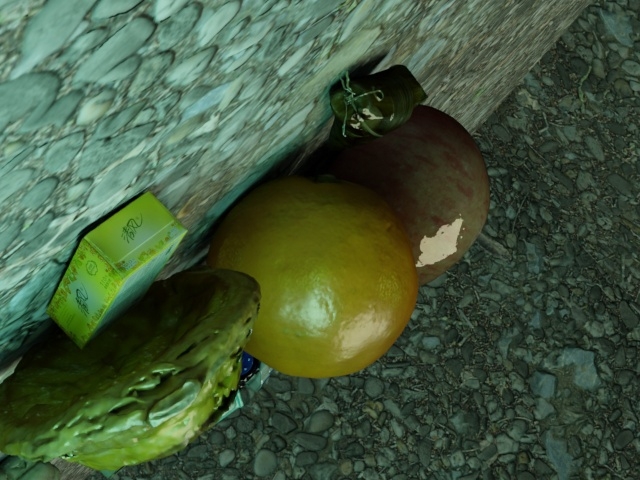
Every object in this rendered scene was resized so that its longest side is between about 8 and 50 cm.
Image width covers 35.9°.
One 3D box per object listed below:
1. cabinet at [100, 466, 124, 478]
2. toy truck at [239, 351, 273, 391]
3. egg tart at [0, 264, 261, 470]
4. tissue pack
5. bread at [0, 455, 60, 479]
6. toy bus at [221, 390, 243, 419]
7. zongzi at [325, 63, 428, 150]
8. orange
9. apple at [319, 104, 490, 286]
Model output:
[{"bbox_3d":[-0.312,0.259,1.653,0.206,0.150,0.145,-46,175,28],"label":"cabinet"},{"bbox_3d":[-0.149,0.136,1.576,0.177,0.213,0.161,-46,178,-25],"label":"toy truck"},{"bbox_3d":[-0.202,0.153,1.093,0.341,0.129,0.341,-21,-161,7],"label":"egg tart"},{"bbox_3d":[-0.215,0.033,1.028,0.095,0.062,0.176,-41,175,-38],"label":"tissue pack"},{"bbox_3d":[-0.547,0.448,1.670,0.183,0.102,0.337,-45,176,25],"label":"bread"},{"bbox_3d":[-0.211,0.166,1.305,0.262,0.091,0.109,12,-144,45],"label":"toy bus"},{"bbox_3d":[0.031,-0.159,1.341,0.184,0.084,0.187,-35,173,32],"label":"zongzi"},{"bbox_3d":[-0.011,0.049,1.428,0.312,0.312,0.312,-43,175,-5],"label":"orange"},{"bbox_3d":[0.131,-0.061,1.680,0.344,0.269,0.345,-50,-177,4],"label":"apple"}]
